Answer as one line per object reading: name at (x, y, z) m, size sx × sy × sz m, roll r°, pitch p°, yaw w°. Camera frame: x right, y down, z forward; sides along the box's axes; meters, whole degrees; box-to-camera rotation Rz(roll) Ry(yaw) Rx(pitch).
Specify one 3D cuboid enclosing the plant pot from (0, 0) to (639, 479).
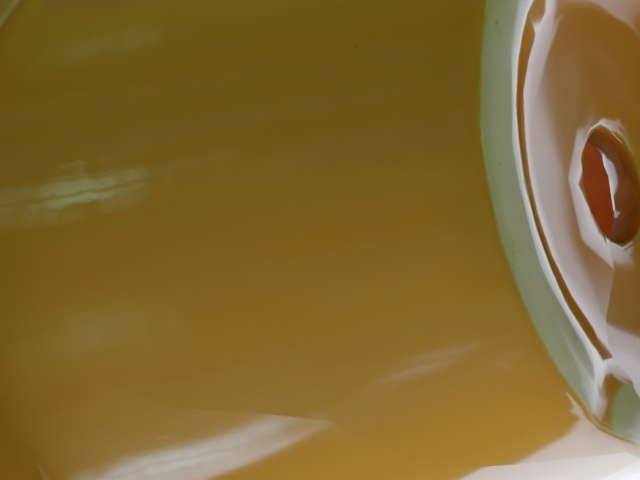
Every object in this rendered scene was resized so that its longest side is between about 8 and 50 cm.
plant pot at (0.000, 0.000, 0.407) m, size 0.188 × 0.205 × 0.205 m, roll -13°, pitch -131°, yaw 39°
